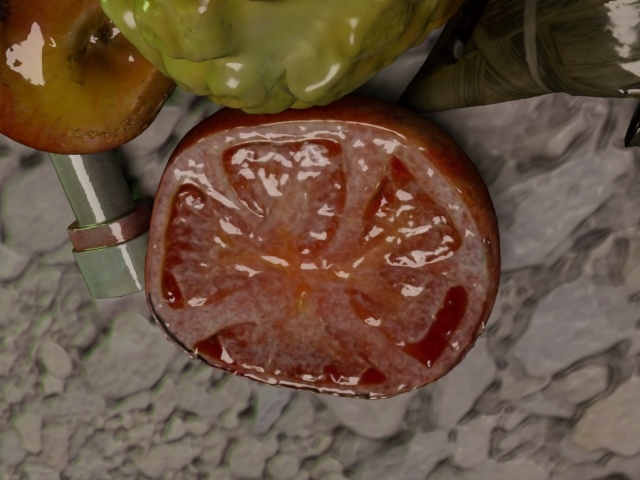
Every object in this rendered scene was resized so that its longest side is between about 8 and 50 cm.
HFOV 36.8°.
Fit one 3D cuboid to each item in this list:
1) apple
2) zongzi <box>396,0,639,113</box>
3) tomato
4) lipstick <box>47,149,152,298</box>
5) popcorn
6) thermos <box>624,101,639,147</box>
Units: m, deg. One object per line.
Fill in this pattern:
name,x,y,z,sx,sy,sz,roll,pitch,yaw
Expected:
apple,-0.148,-0.121,0.573,0.147,0.146,0.146,6,120,10
zongzi,0.107,-0.173,0.534,0.204,0.094,0.204,-1,112,40
tomato,0.000,0.000,0.641,0.237,0.095,0.236,4,121,7
lipstick,-0.163,-0.054,0.674,0.063,0.057,0.186,-9,111,23
popcorn,-0.007,-0.176,0.486,0.181,0.217,0.235,33,96,21
thermos,0.276,-0.041,0.571,0.188,0.083,0.073,21,100,3
